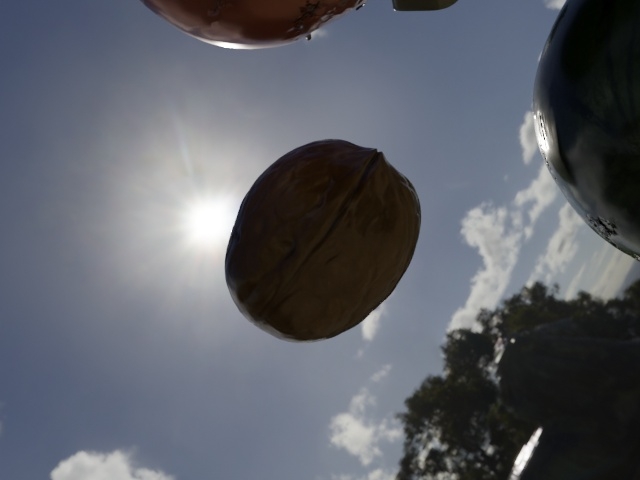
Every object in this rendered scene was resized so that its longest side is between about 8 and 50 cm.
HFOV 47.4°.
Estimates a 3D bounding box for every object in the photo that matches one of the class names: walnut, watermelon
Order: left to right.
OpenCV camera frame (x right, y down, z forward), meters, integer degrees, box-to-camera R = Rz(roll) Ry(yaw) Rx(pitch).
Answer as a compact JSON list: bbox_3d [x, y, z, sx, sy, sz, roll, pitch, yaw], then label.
[{"bbox_3d":[0.000,0.000,0.691,0.207,0.167,0.167,-54,-18,19],"label":"walnut"},{"bbox_3d":[0.252,-0.089,0.428,0.242,0.242,0.242,-48,-26,-33],"label":"watermelon"}]

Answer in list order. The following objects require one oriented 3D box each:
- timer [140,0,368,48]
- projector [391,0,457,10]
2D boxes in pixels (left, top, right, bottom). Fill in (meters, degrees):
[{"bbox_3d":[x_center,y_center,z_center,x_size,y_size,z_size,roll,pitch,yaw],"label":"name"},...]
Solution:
[{"bbox_3d":[-0.043,-0.256,0.510,0.215,0.229,0.230,-39,-31,-32],"label":"timer"},{"bbox_3d":[0.125,-0.324,0.854,0.083,0.083,0.082,-48,-45,-35],"label":"projector"}]
